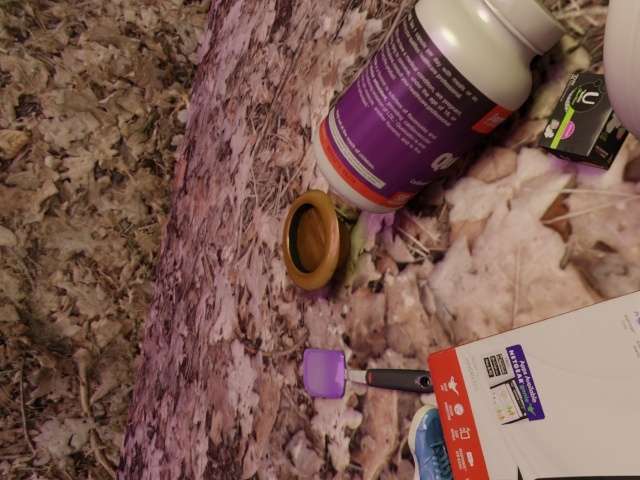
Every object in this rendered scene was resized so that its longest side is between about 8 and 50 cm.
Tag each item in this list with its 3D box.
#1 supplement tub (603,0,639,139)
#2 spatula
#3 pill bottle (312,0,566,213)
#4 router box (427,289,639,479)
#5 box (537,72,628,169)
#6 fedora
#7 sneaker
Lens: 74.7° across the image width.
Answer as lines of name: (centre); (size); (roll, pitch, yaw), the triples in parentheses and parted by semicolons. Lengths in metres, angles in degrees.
supplement tub: (0.357, -0.124, 0.184); (0.331, 0.240, 0.241); (43, 114, 52)
spatula: (0.067, 0.220, 0.676); (0.296, 0.030, 0.084); (-17, 66, 52)
pill bottle: (0.143, -0.191, 0.568); (0.323, 0.181, 0.182); (-43, 47, 40)
router box: (0.262, 0.227, 0.346); (0.301, 0.082, 0.336); (-37, 51, 44)
box: (0.289, -0.128, 0.450); (0.062, 0.052, 0.083); (38, 109, 54)
fedora: (0.000, 0.000, 0.801); (0.194, 0.079, 0.195); (-10, 77, 51)
sneaker: (0.150, 0.285, 0.506); (0.084, 0.058, 0.152); (-1, 83, 61)
